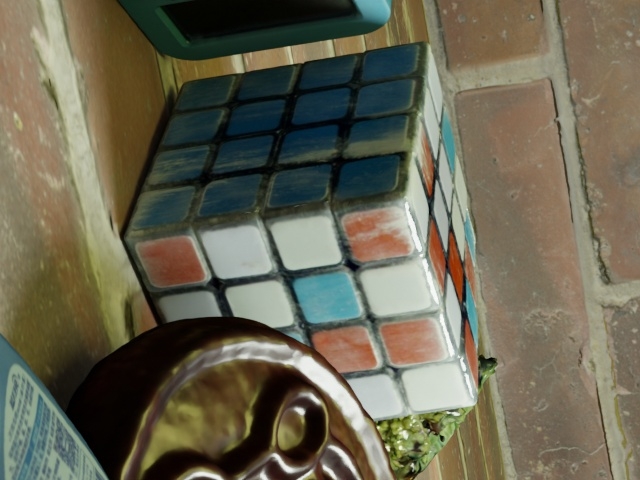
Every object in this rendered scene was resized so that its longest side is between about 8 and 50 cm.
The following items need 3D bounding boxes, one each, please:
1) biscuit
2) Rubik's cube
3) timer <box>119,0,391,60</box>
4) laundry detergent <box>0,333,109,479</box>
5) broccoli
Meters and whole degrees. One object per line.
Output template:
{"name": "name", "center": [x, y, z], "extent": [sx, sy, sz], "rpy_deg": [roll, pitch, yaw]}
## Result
{"name": "biscuit", "center": [-0.053, 0.256, 1.073], "extent": [0.407, 0.091, 0.407], "rpy_deg": [24, 61, -53]}
{"name": "Rubik's cube", "center": [0.000, 0.000, 1.334], "extent": [0.256, 0.259, 0.253], "rpy_deg": [-80, 158, -51]}
{"name": "timer", "center": [-0.070, -0.241, 1.262], "extent": [0.250, 0.232, 0.091], "rpy_deg": [60, 26, -53]}
{"name": "laundry detergent", "center": [-0.209, 0.106, 0.798], "extent": [0.143, 0.094, 0.290], "rpy_deg": [-75, 151, -45]}
{"name": "broccoli", "center": [0.087, 0.211, 1.882], "extent": [0.180, 0.273, 0.242], "rpy_deg": [38, 25, 7]}
